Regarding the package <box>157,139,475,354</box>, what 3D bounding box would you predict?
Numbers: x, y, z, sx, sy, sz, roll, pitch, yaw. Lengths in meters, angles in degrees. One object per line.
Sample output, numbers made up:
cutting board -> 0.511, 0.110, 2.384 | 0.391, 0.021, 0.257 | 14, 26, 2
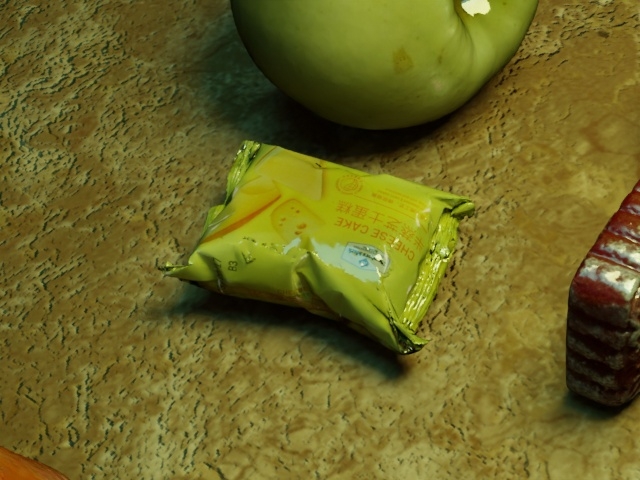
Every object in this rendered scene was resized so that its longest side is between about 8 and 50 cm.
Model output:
package -> 0.000, 0.000, 1.193 | 0.226, 0.090, 0.168 | 13, 51, 18

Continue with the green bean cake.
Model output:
green bean cake -> 0.226, 0.038, 1.085 | 0.056, 0.135, 0.135 | 24, 54, 24

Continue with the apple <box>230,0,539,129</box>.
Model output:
apple -> 0.052, -0.223, 1.299 | 0.262, 0.262, 0.262 | -5, 45, 5

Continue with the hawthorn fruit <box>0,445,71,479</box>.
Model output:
hawthorn fruit -> -0.216, 0.210, 0.890 | 0.211, 0.299, 0.211 | 3, 69, -8
